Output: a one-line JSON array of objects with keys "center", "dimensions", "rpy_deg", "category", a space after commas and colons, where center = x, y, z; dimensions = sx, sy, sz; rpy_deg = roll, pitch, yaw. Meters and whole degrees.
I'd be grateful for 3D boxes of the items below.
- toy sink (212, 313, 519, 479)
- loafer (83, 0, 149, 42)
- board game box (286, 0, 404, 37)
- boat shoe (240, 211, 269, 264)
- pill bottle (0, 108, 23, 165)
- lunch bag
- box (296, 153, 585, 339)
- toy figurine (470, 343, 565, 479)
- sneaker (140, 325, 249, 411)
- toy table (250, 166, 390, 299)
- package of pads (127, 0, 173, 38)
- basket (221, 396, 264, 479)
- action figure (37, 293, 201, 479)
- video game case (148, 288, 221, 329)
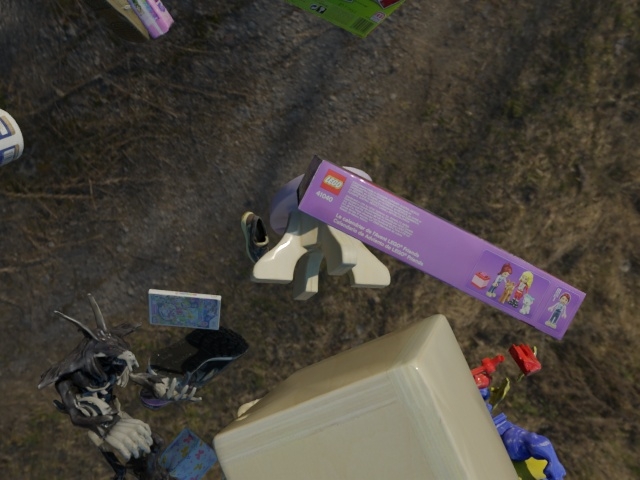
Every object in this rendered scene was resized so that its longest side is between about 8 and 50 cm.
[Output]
[{"center": [0.055, 0.183, 0.395], "dimensions": [0.131, 0.234, 0.153], "rpy_deg": [-25, 177, 16], "category": "toy sink"}, {"center": [-0.308, -0.356, 1.025], "dimensions": [0.148, 0.056, 0.050], "rpy_deg": [46, 54, -69], "category": "loafer"}, {"center": [0.001, -0.260, 0.613], "dimensions": [0.181, 0.043, 0.092], "rpy_deg": [11, 149, -38], "category": "board game box"}, {"center": [-0.149, 0.003, 1.592], "dimensions": [0.056, 0.049, 0.152], "rpy_deg": [-43, 133, -31], "category": "boat shoe"}, {"center": [-0.408, -0.104, 0.756], "dimensions": [0.120, 0.067, 0.067], "rpy_deg": [-42, 143, -50], "category": "pill bottle"}, {"center": [-0.218, 0.355, 1.068], "dimensions": [0.083, 0.053, 0.071], "rpy_deg": [-49, 137, -17], "category": "lunch bag"}, {"center": [0.114, -0.003, 0.729], "dimensions": [0.293, 0.201, 0.057], "rpy_deg": [26, 96, -6], "category": "box"}, {"center": [0.227, 0.333, 0.927], "dimensions": [0.191, 0.217, 0.362], "rpy_deg": [-13, 145, -27], "category": "toy figurine"}, {"center": [-0.274, 0.271, 1.416], "dimensions": [0.283, 0.107, 0.124], "rpy_deg": [-14, 136, -56], "category": "sneaker"}, {"center": [0.000, 0.000, 1.177], "dimensions": [0.252, 0.161, 0.274], "rpy_deg": [0, 161, -9], "category": "toy table"}, {"center": [-0.229, -0.310, 0.871], "dimensions": [0.032, 0.050, 0.083], "rpy_deg": [-30, 116, 9], "category": "package of pads"}, {"center": [0.003, 0.459, 1.266], "dimensions": [0.331, 0.328, 0.266], "rpy_deg": [-25, 118, 22], "category": "basket"}, {"center": [-0.226, 0.201, 0.787], "dimensions": [0.164, 0.141, 0.276], "rpy_deg": [-42, 129, -58], "category": "action figure"}, {"center": [-0.237, 0.122, 1.160], "dimensions": [0.122, 0.011, 0.087], "rpy_deg": [6, 134, -7], "category": "video game case"}]
